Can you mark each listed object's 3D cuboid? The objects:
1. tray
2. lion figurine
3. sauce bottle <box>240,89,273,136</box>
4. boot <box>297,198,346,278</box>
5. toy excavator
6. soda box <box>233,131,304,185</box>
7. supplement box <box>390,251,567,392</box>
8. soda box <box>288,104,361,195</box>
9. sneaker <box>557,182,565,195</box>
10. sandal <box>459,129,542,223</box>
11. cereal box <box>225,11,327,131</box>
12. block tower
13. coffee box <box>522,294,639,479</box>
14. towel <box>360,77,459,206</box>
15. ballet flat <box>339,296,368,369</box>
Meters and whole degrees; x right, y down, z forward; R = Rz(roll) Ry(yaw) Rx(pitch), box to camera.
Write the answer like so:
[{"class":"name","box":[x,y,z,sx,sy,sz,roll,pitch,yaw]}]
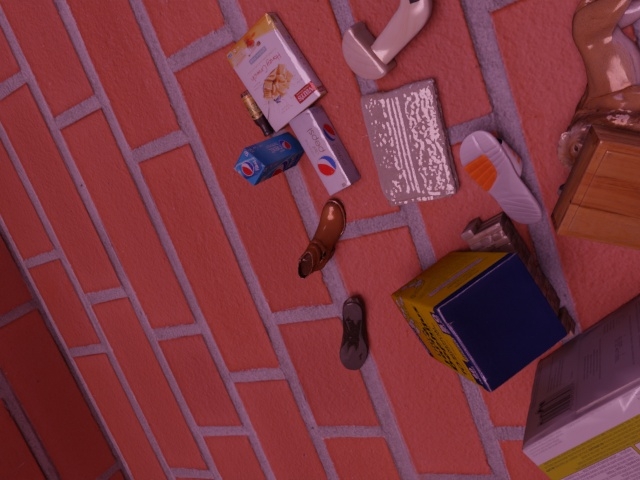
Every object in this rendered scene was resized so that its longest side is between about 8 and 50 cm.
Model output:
[{"class":"tray","box":[0.666,-0.068,0.997,0.410,0.076,0.203,11,127,3]},{"class":"lion figurine","box":[0.549,-0.329,1.025,0.240,0.142,0.393,-6,94,45]},{"class":"sauce bottle","box":[-0.166,-0.339,1.458,0.042,0.042,0.128,-26,98,35]},{"class":"boot","box":[0.000,0.000,1.444,0.072,0.152,0.197,18,119,22]},{"class":"toy excavator","box":[0.187,-0.579,1.072,0.432,0.222,0.445,-8,116,33]},{"class":"soda box","box":[-0.124,-0.210,1.386,0.071,0.210,0.067,41,125,8]},{"class":"supplement box","box":[0.320,0.156,1.193,0.195,0.356,0.194,-34,93,-6]},{"class":"soda box","box":[0.013,-0.228,1.390,0.073,0.069,0.216,-26,96,35]},{"class":"sneaker","box":[0.598,-0.124,1.098,0.221,0.083,0.118,7,109,6]},{"class":"sandal","box":[0.404,-0.147,1.212,0.102,0.076,0.265,-17,124,48]},{"class":"cereal box","box":[-0.114,-0.422,1.388,0.173,0.047,0.240,-32,93,35]},{"class":"block tower","box":[0.461,0.091,1.267,0.097,0.091,0.336,-33,94,34]},{"class":"coffee box","box":[0.674,0.369,1.118,0.334,0.337,0.338,44,124,5]},{"class":"towel","box":[0.213,-0.225,1.294,0.187,0.049,0.282,-7,106,30]},{"class":"ballet flat","box":[0.094,0.266,1.576,0.084,0.058,0.250,-1,118,6]}]
